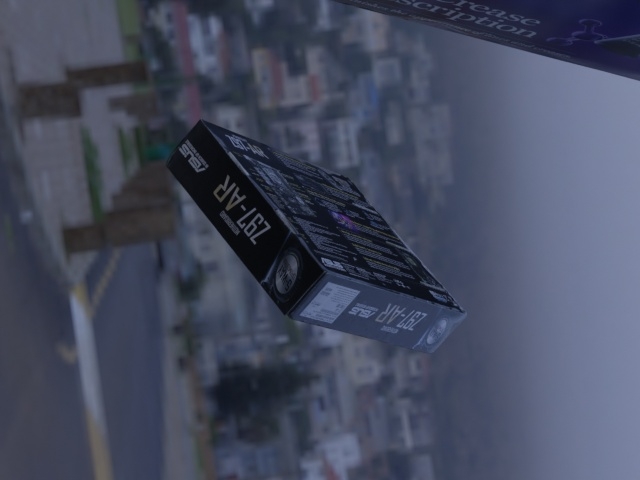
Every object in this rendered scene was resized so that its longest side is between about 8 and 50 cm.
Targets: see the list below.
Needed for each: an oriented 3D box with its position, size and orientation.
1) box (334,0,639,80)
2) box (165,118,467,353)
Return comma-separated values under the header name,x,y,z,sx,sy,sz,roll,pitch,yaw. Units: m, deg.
name,x,y,z,sx,sy,sz,roll,pitch,yaw
box,0.147,-0.150,0.803,0.184,0.261,0.103,155,-56,-67
box,0.000,0.000,0.515,0.067,0.018,0.083,50,17,29
